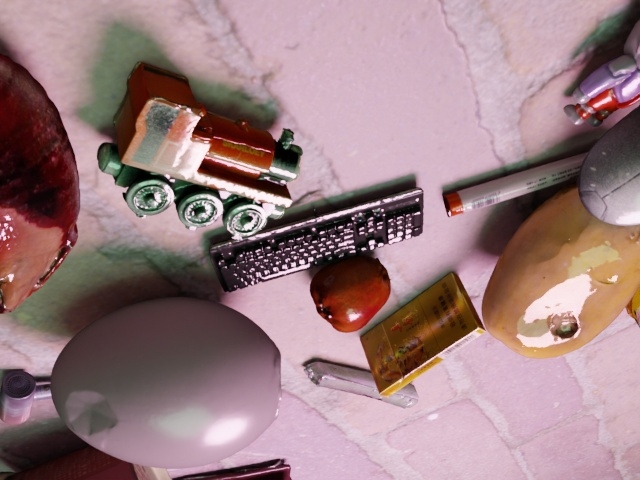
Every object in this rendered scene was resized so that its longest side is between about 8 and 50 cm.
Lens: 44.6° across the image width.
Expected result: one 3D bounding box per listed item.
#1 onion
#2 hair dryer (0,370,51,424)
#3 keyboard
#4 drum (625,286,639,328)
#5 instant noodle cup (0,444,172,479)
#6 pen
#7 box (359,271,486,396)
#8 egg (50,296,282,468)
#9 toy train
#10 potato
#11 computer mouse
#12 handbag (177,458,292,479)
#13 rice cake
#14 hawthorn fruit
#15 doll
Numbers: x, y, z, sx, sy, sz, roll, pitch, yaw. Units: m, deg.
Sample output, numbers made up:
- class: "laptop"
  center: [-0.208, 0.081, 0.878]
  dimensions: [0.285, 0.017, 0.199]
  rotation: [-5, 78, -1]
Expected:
- class: "onion"
  center: [-0.303, -0.014, 0.549]
  dimensions: [0.272, 0.195, 0.272]
  rotation: [-11, 131, -12]
- class: "hair dryer"
  center: [-0.309, 0.177, 0.901]
  dimensions: [0.114, 0.037, 0.063]
  rotation: [-4, 141, -29]
- class: "keyboard"
  center: [0.000, 0.000, 0.823]
  dimensions: [0.230, 0.025, 0.094]
  rotation: [-16, 144, -4]
- class: "drum"
  center: [0.621, 0.058, 0.999]
  dimensions: [0.431, 0.214, 0.431]
  rotation: [-12, 141, -10]
- class: "instant noodle cup"
  center: [-0.281, 0.359, 0.988]
  dimensions: [0.178, 0.235, 0.235]
  rotation: [-28, 142, -5]
- class: "pen"
  center: [0.246, -0.070, 0.838]
  dimensions: [0.239, 0.028, 0.028]
  rotation: [-17, 141, -2]
- class: "box"
  center: [0.122, 0.117, 0.962]
  dimensions: [0.156, 0.089, 0.022]
  rotation: [-37, 138, 23]
- class: "egg"
  center: [-0.157, 0.145, 0.809]
  dimensions: [0.232, 0.176, 0.176]
  rotation: [6, 135, -21]
- class: "toy train"
  center: [-0.095, -0.069, 0.667]
  dimensions: [0.176, 0.074, 0.118]
  rotation: [14, 128, -31]
- class: "potato"
  center: [0.279, 0.035, 0.882]
  dimensions: [0.150, 0.146, 0.234]
  rotation: [34, 123, 6]
- class: "computer mouse"
  center: [0.358, -0.097, 0.763]
  dimensions: [0.229, 0.113, 0.068]
  rotation: [-34, 174, -3]
- class: "handbag"
  center: [-0.145, 0.439, 1.246]
  dimensions: [0.216, 0.074, 0.203]
  rotation: [-4, 140, -18]
- class: "rice cake"
  center: [0.061, 0.199, 1.077]
  dimensions: [0.207, 0.033, 0.033]
  rotation: [22, 125, -39]
- class: "hawthorn fruit"
  center: [0.039, 0.054, 0.869]
  dimensions: [0.093, 0.081, 0.081]
  rotation: [-36, 147, -22]
- class: "doll"
  center: [0.318, -0.179, 0.701]
  dimensions: [0.102, 0.075, 0.227]
  rotation: [-6, 152, -38]
